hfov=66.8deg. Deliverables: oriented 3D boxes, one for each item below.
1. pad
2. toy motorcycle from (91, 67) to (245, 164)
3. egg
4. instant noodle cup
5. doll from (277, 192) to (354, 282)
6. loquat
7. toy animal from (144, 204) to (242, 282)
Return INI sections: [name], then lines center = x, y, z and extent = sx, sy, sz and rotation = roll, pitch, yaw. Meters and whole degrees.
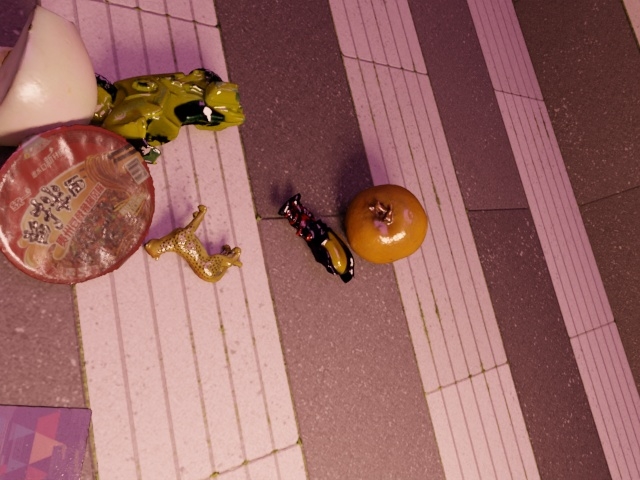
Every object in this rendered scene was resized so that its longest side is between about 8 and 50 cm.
[pad]
center = -0.475, 0.327, 0.746
extent = 0.211, 0.003, 0.143
rotation = 15, 66, -33
[toy motorcycle]
center = -0.312, -0.261, 0.985
extent = 0.342, 0.142, 0.206
rotation = -19, 87, -37
[egg]
center = -0.472, -0.244, 0.810
extent = 0.161, 0.270, 0.207
rotation = 19, 65, -53
[instant noodle cup]
center = -0.425, -0.067, 0.830
extent = 0.273, 0.090, 0.274
rotation = -24, 123, -43
[doll]
center = 0.001, -0.001, 1.162
extent = 0.249, 0.088, 0.127
rotation = 53, 52, -5
[loquat]
center = 0.165, -0.042, 1.222
extent = 0.207, 0.208, 0.208
rotation = 13, 67, -33
[toy animal]
center = -0.248, 0.030, 0.987
extent = 0.136, 0.073, 0.181
rotation = -52, 119, -28
